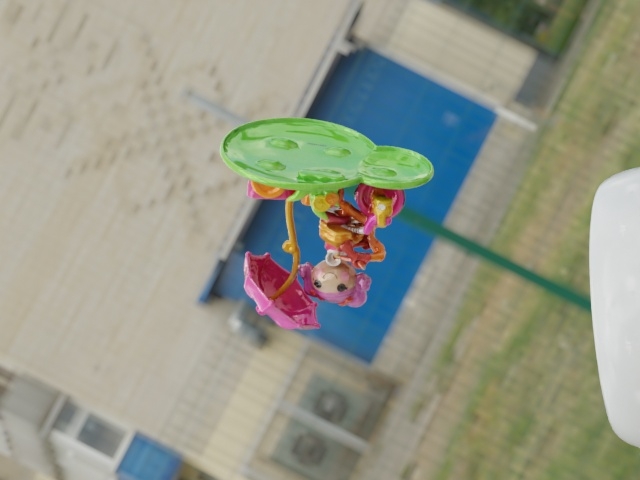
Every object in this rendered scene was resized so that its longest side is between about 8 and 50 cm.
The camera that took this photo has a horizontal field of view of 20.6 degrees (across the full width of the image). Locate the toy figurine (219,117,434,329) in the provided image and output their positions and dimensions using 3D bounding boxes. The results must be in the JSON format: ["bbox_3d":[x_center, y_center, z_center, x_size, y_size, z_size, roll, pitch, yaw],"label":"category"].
[{"bbox_3d":[0.000,0.000,1.444,0.130,0.173,0.159,-68,-16,-61],"label":"toy figurine"}]

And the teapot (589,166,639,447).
[{"bbox_3d":[0.327,0.056,1.438,0.252,0.187,0.256,-73,-26,-50],"label":"teapot"}]
